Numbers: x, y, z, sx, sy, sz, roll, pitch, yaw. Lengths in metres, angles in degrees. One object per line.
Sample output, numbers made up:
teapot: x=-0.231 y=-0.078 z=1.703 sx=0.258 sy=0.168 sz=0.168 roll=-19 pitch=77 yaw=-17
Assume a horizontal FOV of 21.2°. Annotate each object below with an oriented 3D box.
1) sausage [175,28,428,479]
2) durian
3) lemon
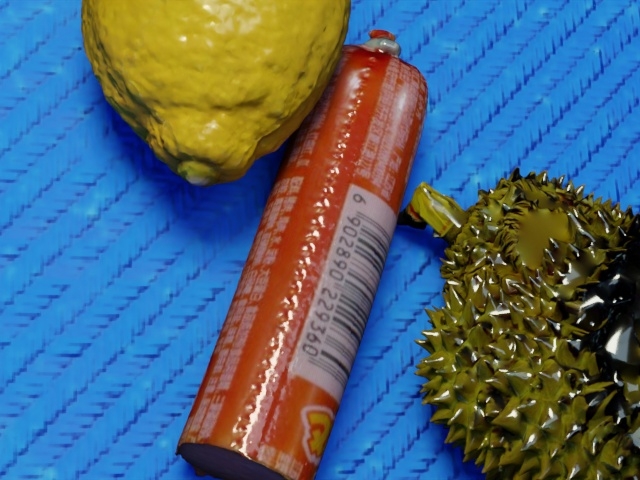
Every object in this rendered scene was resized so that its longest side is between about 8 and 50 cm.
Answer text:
sausage: x=0.000 y=0.000 z=0.905 sx=0.074 sy=0.074 sz=0.274 roll=23 pitch=67 yaw=-11
durian: x=0.143 y=0.048 z=0.902 sx=0.237 sy=0.138 sz=0.193 roll=44 pitch=65 yaw=0
lemon: x=-0.055 y=-0.116 z=0.886 sx=0.142 sy=0.142 sz=0.187 roll=12 pitch=68 yaw=-15
